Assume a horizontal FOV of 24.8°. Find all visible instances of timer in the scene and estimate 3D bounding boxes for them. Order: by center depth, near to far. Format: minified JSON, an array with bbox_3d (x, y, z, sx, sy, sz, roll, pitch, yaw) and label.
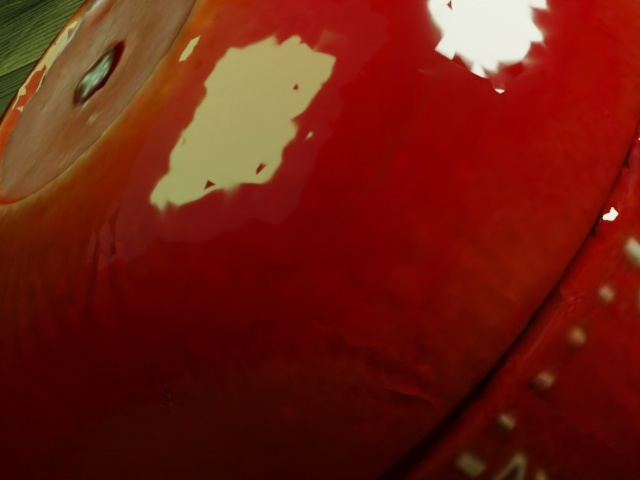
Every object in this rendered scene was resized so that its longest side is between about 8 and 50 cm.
[{"bbox_3d":[0.000,0.000,0.667,0.378,0.279,0.378,-35,31,25],"label":"timer"}]
